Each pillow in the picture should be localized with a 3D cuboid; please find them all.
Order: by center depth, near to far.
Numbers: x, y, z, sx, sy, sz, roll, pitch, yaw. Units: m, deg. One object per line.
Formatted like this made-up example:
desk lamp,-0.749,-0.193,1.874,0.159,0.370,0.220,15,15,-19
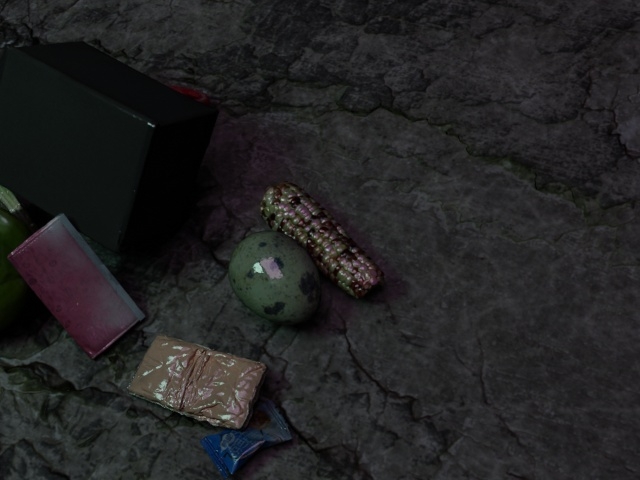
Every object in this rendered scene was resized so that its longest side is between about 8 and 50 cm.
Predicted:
pillow,-0.203,0.229,1.781,0.232,0.043,0.126,14,65,24

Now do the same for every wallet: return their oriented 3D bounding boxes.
wallet,-0.411,0.079,1.833,0.119,0.232,0.025,-41,20,-17

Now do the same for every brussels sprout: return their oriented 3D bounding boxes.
brussels sprout,-0.600,0.047,1.867,0.244,0.244,0.244,-4,58,6

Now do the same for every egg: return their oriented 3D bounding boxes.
egg,-0.072,0.065,1.816,0.141,0.141,0.182,-39,66,-15

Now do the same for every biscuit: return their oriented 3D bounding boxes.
biscuit,-0.588,-0.085,2.000,0.040,0.121,0.199,-37,60,-15

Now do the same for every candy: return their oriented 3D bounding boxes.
candy,-0.114,0.316,1.730,0.136,0.038,0.088,-28,45,-17

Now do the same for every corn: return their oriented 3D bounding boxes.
corn,0.000,0.000,1.882,0.092,0.092,0.280,-40,65,-15

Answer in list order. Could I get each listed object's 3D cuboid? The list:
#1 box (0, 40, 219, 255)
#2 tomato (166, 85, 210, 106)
box,-0.390,-0.173,1.900,0.345,0.251,0.204,29,24,20
tomato,-0.311,-0.237,2.072,0.173,0.099,0.189,18,22,35
